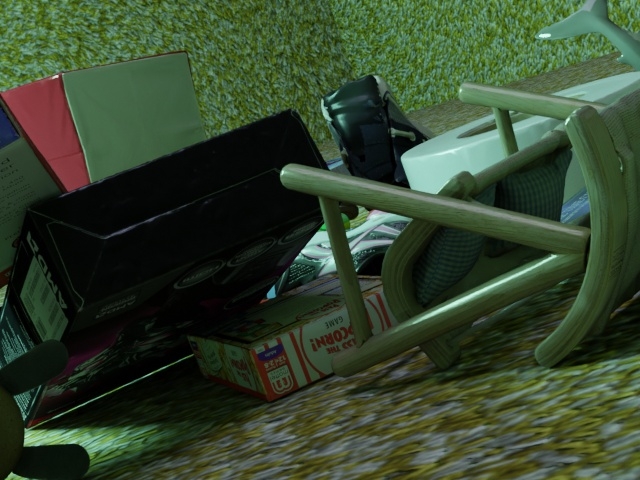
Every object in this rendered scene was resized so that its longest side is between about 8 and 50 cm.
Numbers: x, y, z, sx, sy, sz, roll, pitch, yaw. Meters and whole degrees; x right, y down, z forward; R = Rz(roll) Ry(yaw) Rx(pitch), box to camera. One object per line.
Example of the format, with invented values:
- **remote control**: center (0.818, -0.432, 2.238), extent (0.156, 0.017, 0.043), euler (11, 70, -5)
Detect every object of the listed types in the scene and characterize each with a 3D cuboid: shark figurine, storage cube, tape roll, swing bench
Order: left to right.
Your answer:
- **storage cube**: center (-0.260, -0.111, 1.551), extent (0.215, 0.184, 0.193), euler (-18, 7, -42)
- **tape roll**: center (0.236, -0.093, 1.438), extent (0.286, 0.100, 0.286), euler (-20, 7, 3)
- **swing bench**: center (0.157, -0.025, 0.911), extent (0.254, 0.165, 0.253), euler (-6, 14, 42)
- **shark figurine**: center (0.405, -0.188, 1.586), extent (0.116, 0.278, 0.166), euler (-57, 27, 22)

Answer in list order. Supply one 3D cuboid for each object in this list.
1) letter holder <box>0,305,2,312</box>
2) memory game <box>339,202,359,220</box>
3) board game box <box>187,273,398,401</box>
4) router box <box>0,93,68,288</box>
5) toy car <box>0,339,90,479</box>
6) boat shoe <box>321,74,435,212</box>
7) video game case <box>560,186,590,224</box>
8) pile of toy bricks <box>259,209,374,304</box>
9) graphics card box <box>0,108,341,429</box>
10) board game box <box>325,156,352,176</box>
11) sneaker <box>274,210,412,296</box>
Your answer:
- **letter holder**: center (-0.368, 0.091, 1.530), extent (0.214, 0.152, 0.302), euler (-19, 7, -13)
- **memory game**: center (-0.039, -0.044, 1.738), extent (0.186, 0.012, 0.186), euler (-1, -31, 0)
- **board game box**: center (-0.015, 0.074, 1.077), extent (0.146, 0.045, 0.193), euler (-23, 7, -18)
- **router box**: center (-0.346, 0.021, 0.927), extent (0.335, 0.082, 0.301), euler (-32, -8, -7)
- **toy car**: center (-0.252, 0.138, 0.906), extent (0.188, 0.155, 0.149), euler (-10, 0, -32)
- **boat shoe**: center (0.099, -0.083, 1.752), extent (0.127, 0.158, 0.340), euler (-23, -22, 15)
- **video game case**: center (0.328, -0.047, 1.138), extent (0.274, 0.026, 0.196), euler (-17, 8, 33)
- **pile of toy bricks**: center (0.000, 0.000, 1.361), extent (0.118, 0.105, 0.212), euler (-26, 9, -39)
- **graphics card box**: center (-0.146, 0.036, 1.111), extent (0.232, 0.094, 0.371), euler (-23, -13, -26)
- **board game box**: center (-0.089, -0.060, 2.240), extent (0.318, 0.066, 0.318), euler (-14, 9, 42)
- **sneaker**: center (0.026, 0.030, 1.228), extent (0.178, 0.072, 0.077), euler (-32, 33, 31)
